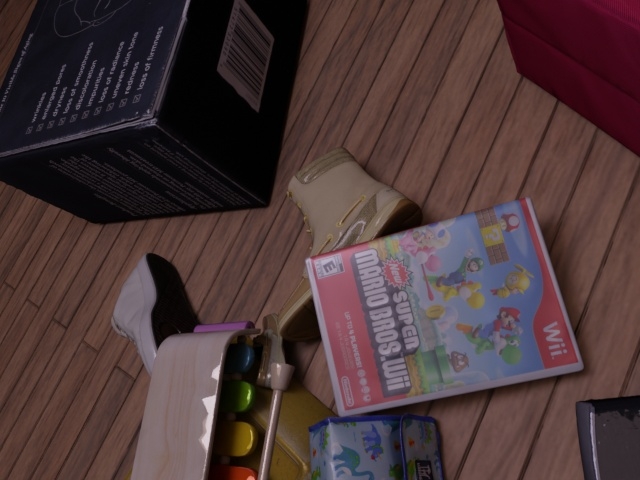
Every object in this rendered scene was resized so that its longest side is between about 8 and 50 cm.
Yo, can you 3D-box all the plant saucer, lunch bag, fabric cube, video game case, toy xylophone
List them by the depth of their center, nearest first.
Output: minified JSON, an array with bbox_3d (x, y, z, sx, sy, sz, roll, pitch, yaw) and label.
[{"bbox_3d":[0.375,-0.287,0.591,0.254,0.259,0.258,-41,53,10],"label":"fabric cube"},{"bbox_3d":[0.071,0.266,0.602,0.096,0.151,0.129,128,143,-58],"label":"lunch bag"},{"bbox_3d":[0.136,0.083,0.644,0.285,0.025,0.204,-16,78,14],"label":"video game case"},{"bbox_3d":[-0.133,0.251,0.659,0.236,0.081,0.323,0,68,32],"label":"toy xylophone"},{"bbox_3d":[-0.135,0.329,0.726,0.332,0.081,0.333,31,86,39],"label":"plant saucer"}]

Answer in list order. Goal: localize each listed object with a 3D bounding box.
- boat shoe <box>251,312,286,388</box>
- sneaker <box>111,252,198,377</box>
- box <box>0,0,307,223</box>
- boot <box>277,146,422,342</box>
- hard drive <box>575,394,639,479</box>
[{"bbox_3d":[-0.077,0.154,0.768,0.135,0.045,0.050,-108,23,-57],"label":"boat shoe"},{"bbox_3d":[-0.279,0.150,0.888,0.123,0.106,0.290,-46,37,11],"label":"sneaker"},{"bbox_3d":[-0.323,-0.313,1.013,0.471,0.297,0.480,-2,67,29],"label":"box"},{"bbox_3d":[0.000,0.000,0.792,0.262,0.095,0.203,-51,47,10],"label":"boot"},{"bbox_3d":[0.337,0.264,0.479,0.172,0.054,0.255,-15,61,26],"label":"hard drive"}]
